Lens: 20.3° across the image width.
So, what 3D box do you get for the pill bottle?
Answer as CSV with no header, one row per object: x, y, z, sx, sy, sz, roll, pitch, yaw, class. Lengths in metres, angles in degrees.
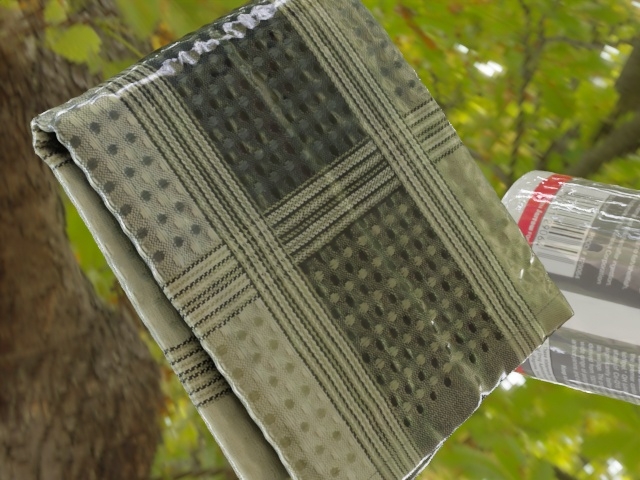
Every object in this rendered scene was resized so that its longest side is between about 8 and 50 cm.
0.301,0.056,1.469,0.319,0.176,0.176,14,-73,26,pill bottle

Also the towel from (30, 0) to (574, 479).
0.000,0.000,1.181,0.324,0.056,0.312,55,-135,-2,towel
